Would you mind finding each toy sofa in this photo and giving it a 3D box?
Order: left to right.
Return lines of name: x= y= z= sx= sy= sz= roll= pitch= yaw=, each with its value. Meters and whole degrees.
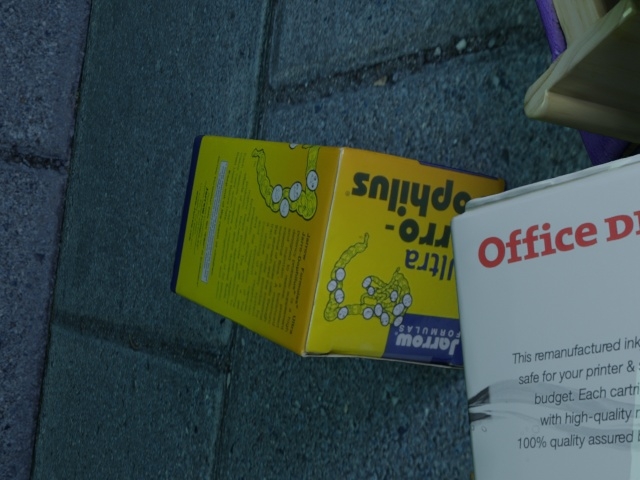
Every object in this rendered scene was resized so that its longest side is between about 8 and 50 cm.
toy sofa: x=0.201 y=-0.245 z=0.833 sx=0.177 sy=0.150 sz=0.362 roll=-45 pitch=45 yaw=46

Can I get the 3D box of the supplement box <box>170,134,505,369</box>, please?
supplement box: x=0.000 y=0.000 z=1.081 sx=0.356 sy=0.194 sz=0.195 roll=15 pitch=96 yaw=60

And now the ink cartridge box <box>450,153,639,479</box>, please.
ink cartridge box: x=0.182 y=0.100 z=0.497 sx=0.197 sy=0.114 sz=0.272 roll=-16 pitch=74 yaw=46

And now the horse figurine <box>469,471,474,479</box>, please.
horse figurine: x=0.159 y=0.255 z=0.855 sx=0.263 sy=0.066 sz=0.174 roll=119 pitch=155 yaw=-43
